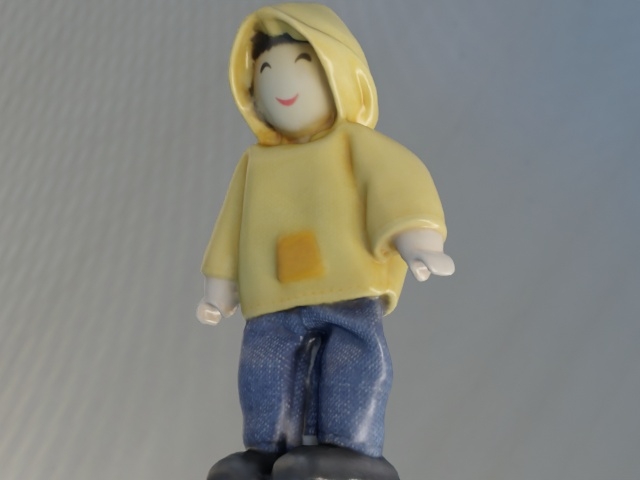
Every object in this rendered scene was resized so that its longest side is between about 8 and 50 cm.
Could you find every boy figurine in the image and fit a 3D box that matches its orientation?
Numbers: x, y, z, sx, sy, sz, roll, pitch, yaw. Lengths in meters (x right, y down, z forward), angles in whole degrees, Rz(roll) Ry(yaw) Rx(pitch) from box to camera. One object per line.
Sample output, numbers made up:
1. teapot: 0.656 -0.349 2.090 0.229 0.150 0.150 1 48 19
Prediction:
1. boy figurine: 0.000 0.000 1.091 0.092 0.177 0.285 11 78 -49
